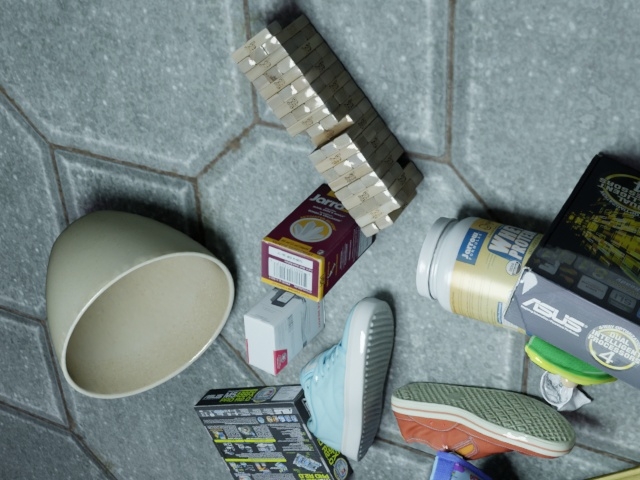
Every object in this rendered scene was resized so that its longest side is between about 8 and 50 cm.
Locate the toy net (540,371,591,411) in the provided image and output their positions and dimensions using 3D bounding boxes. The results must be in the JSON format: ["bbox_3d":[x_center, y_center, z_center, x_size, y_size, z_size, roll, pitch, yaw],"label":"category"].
[{"bbox_3d":[0.370,0.184,1.521,0.122,0.045,0.232,23,131,18],"label":"toy net"}]

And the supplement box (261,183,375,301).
[{"bbox_3d":[0.000,0.000,1.538,0.104,0.188,0.080,19,129,22],"label":"supplement box"}]

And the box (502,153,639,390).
[{"bbox_3d":[0.454,0.073,1.198,0.395,0.318,0.097,28,132,15],"label":"box"}]

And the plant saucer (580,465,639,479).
[{"bbox_3d":[0.530,0.486,1.602,0.333,0.081,0.333,-30,101,42],"label":"plant saucer"}]

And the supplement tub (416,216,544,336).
[{"bbox_3d":[0.253,0.048,1.434,0.200,0.144,0.144,16,128,24],"label":"supplement tub"}]

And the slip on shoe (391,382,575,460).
[{"bbox_3d":[0.260,0.305,1.617,0.331,0.123,0.101,3,108,41],"label":"slip on shoe"}]

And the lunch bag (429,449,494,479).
[{"bbox_3d":[0.228,0.490,1.631,0.138,0.221,0.293,5,152,31],"label":"lunch bag"}]

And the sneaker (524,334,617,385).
[{"bbox_3d":[0.414,0.120,1.351,0.296,0.109,0.123,-5,107,-10],"label":"sneaker"}]

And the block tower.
[{"bbox_3d":[0.018,-0.174,1.474,0.091,0.097,0.335,-28,104,43],"label":"block tower"}]

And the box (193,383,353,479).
[{"bbox_3d":[-0.096,0.389,1.967,0.270,0.060,0.216,-10,115,39],"label":"box"}]

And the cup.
[{"bbox_3d":[-0.355,0.081,1.781,0.237,0.331,0.331,46,140,33],"label":"cup"}]

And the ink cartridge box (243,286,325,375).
[{"bbox_3d":[-0.059,0.137,1.703,0.063,0.150,0.109,19,129,27],"label":"ink cartridge box"}]

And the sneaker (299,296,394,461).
[{"bbox_3d":[0.029,0.234,1.723,0.150,0.135,0.366,20,129,17],"label":"sneaker"}]
